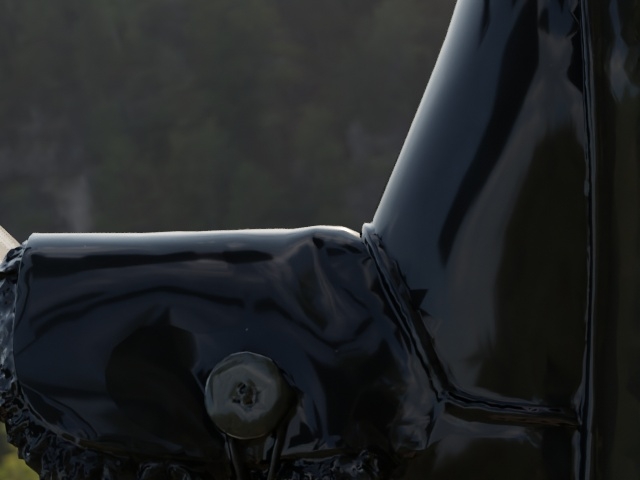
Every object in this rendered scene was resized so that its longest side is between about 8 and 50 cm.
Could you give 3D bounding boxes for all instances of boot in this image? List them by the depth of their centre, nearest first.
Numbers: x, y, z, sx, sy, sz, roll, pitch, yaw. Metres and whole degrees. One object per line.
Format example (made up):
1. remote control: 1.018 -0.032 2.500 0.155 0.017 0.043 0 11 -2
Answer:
1. boot: 0.000 0.000 0.573 0.207 0.246 0.094 -2 -2 8

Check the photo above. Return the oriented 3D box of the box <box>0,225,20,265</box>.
1. box: -0.231 0.113 0.687 0.324 0.067 0.063 -45 0 7
